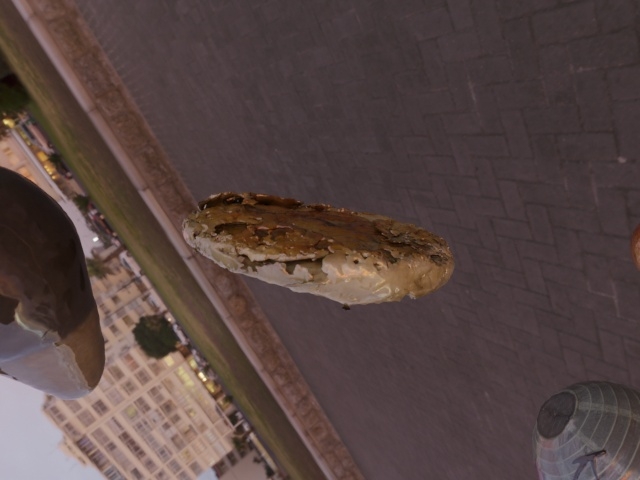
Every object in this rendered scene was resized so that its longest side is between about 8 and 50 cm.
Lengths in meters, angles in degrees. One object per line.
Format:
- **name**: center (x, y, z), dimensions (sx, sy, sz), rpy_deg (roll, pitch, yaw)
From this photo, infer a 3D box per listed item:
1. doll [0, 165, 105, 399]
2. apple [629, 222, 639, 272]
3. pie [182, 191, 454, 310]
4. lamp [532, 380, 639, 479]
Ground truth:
- **doll**: center (-0.344, 0.157, 0.366), dimensions (0.252, 0.379, 0.382), rpy_deg (-114, 8, -53)
- **apple**: center (0.661, 0.011, 0.826), dimensions (0.188, 0.211, 0.211), rpy_deg (53, 162, 27)
- **pie**: center (0.000, 0.000, 0.492), dimensions (0.274, 0.274, 0.055), rpy_deg (28, 112, 52)
- **lamp**: center (0.461, 0.351, 0.758), dimensions (0.233, 0.233, 0.265), rpy_deg (52, -173, 7)
